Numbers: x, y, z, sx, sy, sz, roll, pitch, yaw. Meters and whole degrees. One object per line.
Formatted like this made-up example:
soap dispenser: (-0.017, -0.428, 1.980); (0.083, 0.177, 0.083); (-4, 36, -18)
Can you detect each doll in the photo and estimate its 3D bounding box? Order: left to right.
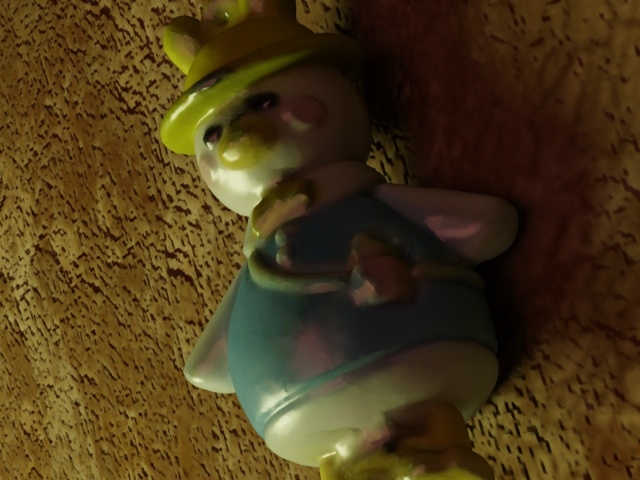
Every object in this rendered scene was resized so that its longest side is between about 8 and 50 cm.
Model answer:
doll: (-0.001, 0.000, 0.562); (0.135, 0.099, 0.241); (-47, 59, 50)
